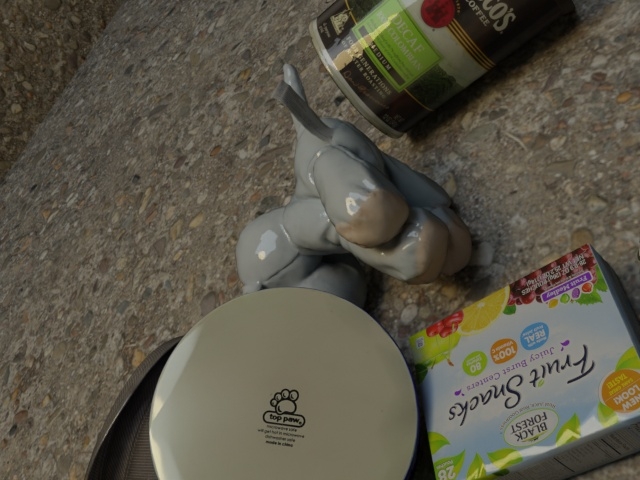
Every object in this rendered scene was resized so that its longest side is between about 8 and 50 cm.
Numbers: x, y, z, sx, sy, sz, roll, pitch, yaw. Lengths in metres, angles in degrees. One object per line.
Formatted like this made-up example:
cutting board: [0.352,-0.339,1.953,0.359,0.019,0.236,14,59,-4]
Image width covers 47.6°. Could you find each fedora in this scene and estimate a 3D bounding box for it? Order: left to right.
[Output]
fedora: [-0.161,0.257,0.873,0.124,0.244,0.275,17,80,21]

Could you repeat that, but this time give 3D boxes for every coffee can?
coffee can: [0.152,-0.292,0.938,0.275,0.201,0.201,-36,40,24]

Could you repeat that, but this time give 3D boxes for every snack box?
snack box: [0.194,0.128,0.667,0.207,0.070,0.174,-33,41,28]

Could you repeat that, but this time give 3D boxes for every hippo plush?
hippo plush: [0.000,0.000,0.832,0.236,0.294,0.234,-49,14,20]

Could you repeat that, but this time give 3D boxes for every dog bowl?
dog bowl: [-0.031,0.184,0.729,0.265,0.104,0.265,-2,65,5]

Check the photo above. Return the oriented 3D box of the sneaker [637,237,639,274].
sneaker: [0.317,0.087,0.489,0.147,0.130,0.330,-45,32,49]
